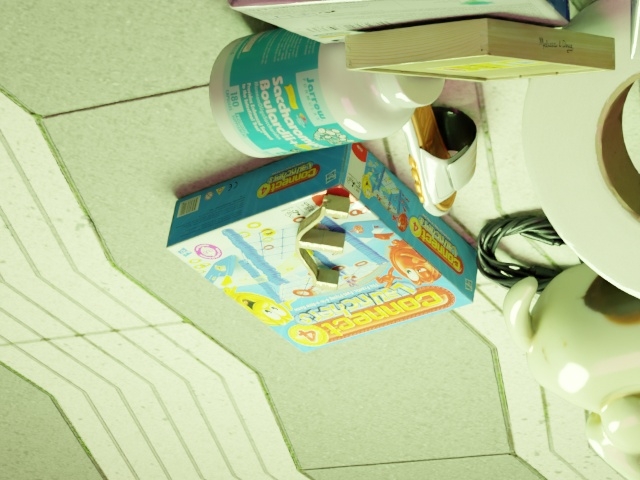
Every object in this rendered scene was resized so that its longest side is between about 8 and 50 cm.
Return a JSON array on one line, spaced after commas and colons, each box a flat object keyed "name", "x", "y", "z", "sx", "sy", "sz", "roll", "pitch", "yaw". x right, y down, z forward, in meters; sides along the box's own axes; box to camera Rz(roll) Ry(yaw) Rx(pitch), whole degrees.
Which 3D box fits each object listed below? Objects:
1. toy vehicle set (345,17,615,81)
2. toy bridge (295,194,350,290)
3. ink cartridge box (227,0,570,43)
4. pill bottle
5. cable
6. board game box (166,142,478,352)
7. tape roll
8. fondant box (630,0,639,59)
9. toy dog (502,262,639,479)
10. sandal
[{"name": "toy vehicle set", "x": 0.168, "y": -0.191, "z": 1.590, "sx": 0.166, "sy": 0.035, "sz": 0.267, "roll": -1, "pitch": -179, "yaw": 36}, {"name": "toy bridge", "x": 0.000, "y": 0.000, "z": 2.000, "sx": 0.063, "sy": 0.026, "sz": 0.188, "roll": 9, "pitch": 145, "yaw": 2}, {"name": "ink cartridge box", "x": 0.090, "y": -0.277, "z": 1.485, "sx": 0.270, "sy": 0.151, "sz": 0.395, "roll": -2, "pitch": 180, "yaw": 15}, {"name": "pill bottle", "x": 0.010, "y": -0.178, "z": 1.746, "sx": 0.264, "sy": 0.146, "sz": 0.146, "roll": -7, "pitch": 144, "yaw": 43}, {"name": "cable", "x": 0.298, "y": 0.021, "z": 2.096, "sx": 0.184, "sy": 0.047, "sz": 0.150, "roll": 22, "pitch": 144, "yaw": -17}, {"name": "board game box", "x": 0.005, "y": 0.014, "z": 2.120, "sx": 0.308, "sy": 0.086, "sz": 0.302, "roll": -19, "pitch": 136, "yaw": 35}, {"name": "tape roll", "x": 0.410, "y": -0.104, "z": 1.691, "sx": 0.392, "sy": 0.072, "sz": 0.392, "roll": 15, "pitch": 121, "yaw": 26}, {"name": "fondant box", "x": 0.333, "y": -0.352, "z": 1.376, "sx": 0.096, "sy": 0.238, "sz": 0.330, "roll": 3, "pitch": 145, "yaw": 9}, {"name": "toy dog", "x": 0.475, "y": 0.070, "z": 1.960, "sx": 0.395, "sy": 0.284, "sz": 0.408, "roll": 35, "pitch": 134, "yaw": -17}, {"name": "sandal", "x": 0.147, "y": -0.125, "z": 1.871, "sx": 0.076, "sy": 0.102, "sz": 0.265, "roll": -1, "pitch": 143, "yaw": 20}]
